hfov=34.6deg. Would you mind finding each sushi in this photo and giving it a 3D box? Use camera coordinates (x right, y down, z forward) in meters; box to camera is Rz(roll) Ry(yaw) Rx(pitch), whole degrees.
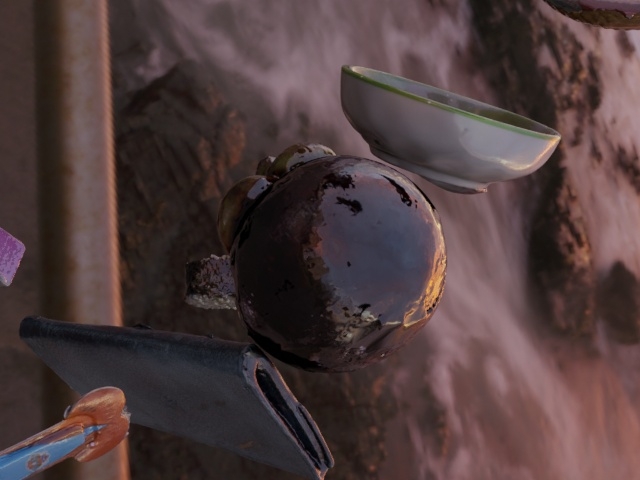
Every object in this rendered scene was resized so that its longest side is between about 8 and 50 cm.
[{"bbox_3d":[-0.137,0.066,1.594,0.090,0.151,0.078,66,24,-67],"label":"sushi"}]

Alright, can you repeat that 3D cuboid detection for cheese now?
[{"bbox_3d":[-0.249,0.176,0.733,0.256,0.106,0.037,-25,55,-28],"label":"cheese"}]

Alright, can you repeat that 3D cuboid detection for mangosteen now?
[{"bbox_3d":[0.000,0.000,0.960,0.211,0.211,0.250,23,27,-50],"label":"mangosteen"}]

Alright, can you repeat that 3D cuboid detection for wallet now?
[{"bbox_3d":[-0.162,0.157,1.099,0.046,0.379,0.190,-55,129,-31],"label":"wallet"}]

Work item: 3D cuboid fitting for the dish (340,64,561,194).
[{"bbox_3d":[0.167,-0.144,1.463,0.324,0.324,0.124,-3,114,-57],"label":"dish"}]

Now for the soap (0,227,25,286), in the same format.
[{"bbox_3d":[-0.596,0.006,1.555,0.181,0.259,0.081,38,57,-40],"label":"soap"}]

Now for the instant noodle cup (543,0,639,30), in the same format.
[{"bbox_3d":[0.320,-0.296,1.072,0.090,0.274,0.273,78,17,-52],"label":"instant noodle cup"}]
